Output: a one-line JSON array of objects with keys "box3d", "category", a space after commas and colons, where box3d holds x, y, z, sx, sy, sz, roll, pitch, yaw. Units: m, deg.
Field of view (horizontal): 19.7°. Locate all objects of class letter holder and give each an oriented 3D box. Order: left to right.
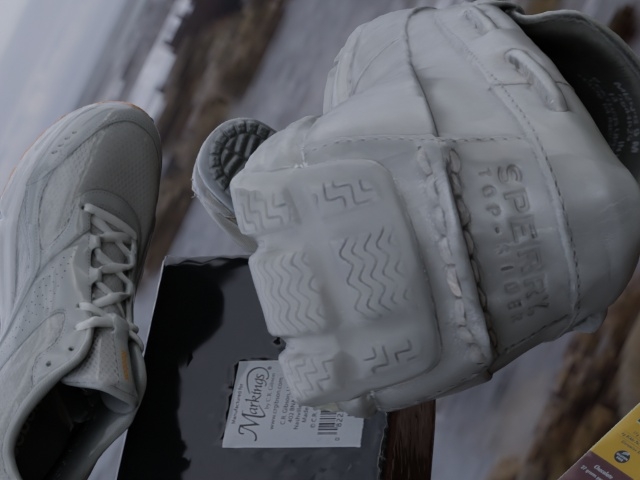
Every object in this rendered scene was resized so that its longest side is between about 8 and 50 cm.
[{"box3d": [-0.016, 0.187, 1.046, 0.214, 0.152, 0.302, 73, -161, -46], "category": "letter holder"}]

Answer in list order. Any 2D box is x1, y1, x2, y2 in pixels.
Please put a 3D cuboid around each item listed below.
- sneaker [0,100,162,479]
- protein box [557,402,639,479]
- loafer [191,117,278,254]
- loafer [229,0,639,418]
[{"box3d": [-0.126, 0.046, 0.997, 0.121, 0.099, 0.262, -1, 67, 49], "category": "sneaker"}, {"box3d": [0.302, 0.231, 1.493, 0.201, 0.136, 0.200, -38, -37, -24], "category": "protein box"}, {"box3d": [0.000, 0.000, 1.419, 0.094, 0.251, 0.087, -54, 18, -21], "category": "loafer"}, {"box3d": [0.057, -0.023, 0.595, 0.319, 0.111, 0.112, -62, -43, -73], "category": "loafer"}]
